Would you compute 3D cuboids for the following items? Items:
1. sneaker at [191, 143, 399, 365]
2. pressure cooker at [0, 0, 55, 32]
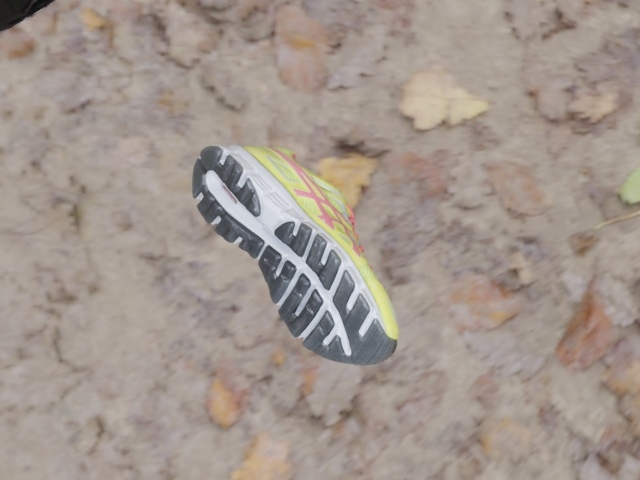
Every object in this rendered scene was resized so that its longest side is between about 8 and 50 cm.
[{"bbox_3d":[0.000,0.000,1.207,0.208,0.094,0.081,52,131,22],"label":"sneaker"},{"bbox_3d":[-0.336,-0.352,1.090,0.370,0.375,0.420,-51,52,4],"label":"pressure cooker"}]
